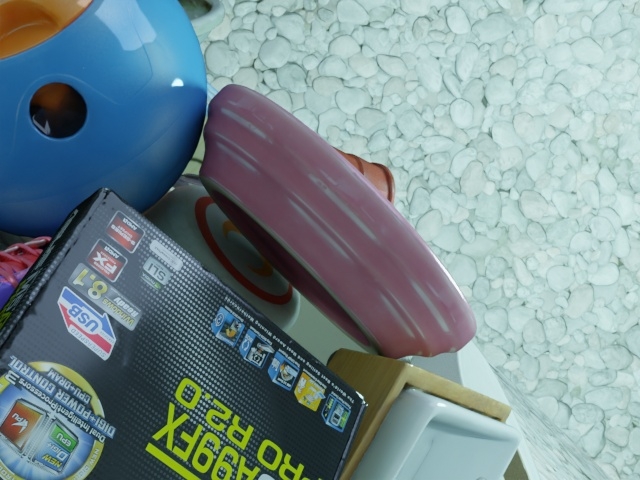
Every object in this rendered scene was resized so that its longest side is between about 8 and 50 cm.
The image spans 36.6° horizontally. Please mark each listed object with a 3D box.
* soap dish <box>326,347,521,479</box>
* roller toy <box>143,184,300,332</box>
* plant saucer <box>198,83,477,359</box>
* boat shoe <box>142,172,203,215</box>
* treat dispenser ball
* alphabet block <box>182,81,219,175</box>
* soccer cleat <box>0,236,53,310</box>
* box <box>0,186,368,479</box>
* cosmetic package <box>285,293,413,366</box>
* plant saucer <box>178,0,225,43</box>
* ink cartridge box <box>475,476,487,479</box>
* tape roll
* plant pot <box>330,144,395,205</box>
[{"bbox_3d":[0.062,0.225,0.914,0.118,0.229,0.291,30,0,33],"label":"soap dish"},{"bbox_3d":[-0.131,0.051,1.035,0.191,0.146,0.209,53,19,8],"label":"roller toy"},{"bbox_3d":[0.000,0.000,0.916,0.332,0.084,0.332,45,-7,7],"label":"plant saucer"},{"bbox_3d":[-0.149,-0.030,1.166,0.285,0.103,0.092,12,27,7],"label":"boat shoe"},{"bbox_3d":[-0.252,-0.144,0.921,0.288,0.288,0.288,43,9,-8],"label":"treat dispenser ball"},{"bbox_3d":[-0.180,-0.098,1.339,0.192,0.197,0.193,39,10,-27],"label":"alphabet block"},{"bbox_3d":[-0.223,0.036,0.780,0.108,0.116,0.318,47,9,13],"label":"soccer cleat"},{"bbox_3d":[-0.108,0.129,0.666,0.270,0.060,0.216,42,49,-20],"label":"box"},{"bbox_3d":[-0.010,0.127,1.300,0.296,0.129,0.153,43,11,-13],"label":"cosmetic package"},{"bbox_3d":[-0.333,-0.284,1.362,0.400,0.100,0.400,0,24,0],"label":"plant saucer"},{"bbox_3d":[0.110,0.315,0.772,0.153,0.087,0.208,45,46,11],"label":"ink cartridge box"},{"bbox_3d":[0.222,0.312,1.241,0.392,0.072,0.392,58,18,-31],"label":"tape roll"},{"bbox_3d":[-0.053,-0.084,1.727,0.265,0.272,0.272,31,14,-28],"label":"plant pot"}]
